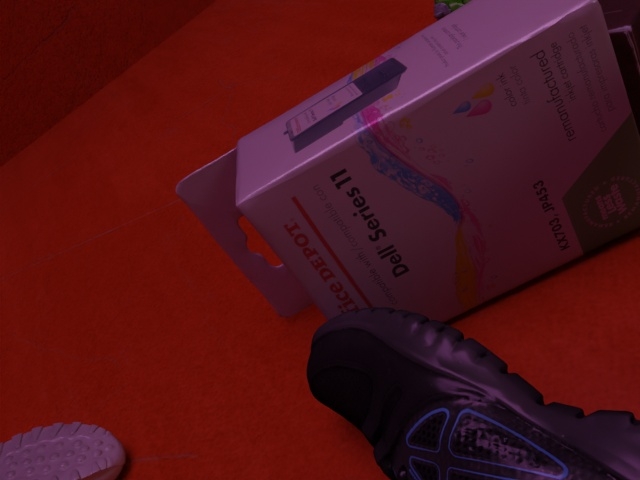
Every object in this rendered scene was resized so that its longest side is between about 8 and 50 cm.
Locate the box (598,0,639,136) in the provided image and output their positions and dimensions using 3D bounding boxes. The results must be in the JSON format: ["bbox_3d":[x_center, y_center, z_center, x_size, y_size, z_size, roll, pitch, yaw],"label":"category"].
[{"bbox_3d":[0.314,-0.265,0.667,0.191,0.143,0.381,7,50,47],"label":"box"}]

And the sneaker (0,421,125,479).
[{"bbox_3d":[-0.303,0.259,0.621,0.235,0.094,0.090,-18,27,-8],"label":"sneaker"}]

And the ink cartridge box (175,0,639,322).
[{"bbox_3d":[0.069,-0.035,0.532,0.353,0.207,0.119,-29,32,12],"label":"ink cartridge box"}]

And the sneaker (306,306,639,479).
[{"bbox_3d":[0.086,0.140,0.377,0.341,0.125,0.139,14,62,52],"label":"sneaker"}]

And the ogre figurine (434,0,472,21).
[{"bbox_3d":[0.220,-0.356,0.905,0.118,0.097,0.197,-10,51,16],"label":"ogre figurine"}]
